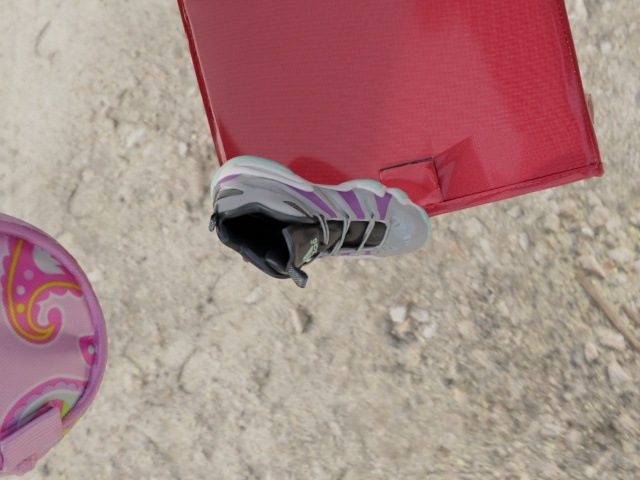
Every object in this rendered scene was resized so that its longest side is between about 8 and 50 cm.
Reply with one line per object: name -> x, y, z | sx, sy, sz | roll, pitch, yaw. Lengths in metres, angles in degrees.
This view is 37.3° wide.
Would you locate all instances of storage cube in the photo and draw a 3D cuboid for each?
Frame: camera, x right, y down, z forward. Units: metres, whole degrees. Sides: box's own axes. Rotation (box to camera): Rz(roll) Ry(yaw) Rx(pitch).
storage cube -> 0.037, -0.108, 0.548 | 0.215, 0.184, 0.193 | -13, 93, 11

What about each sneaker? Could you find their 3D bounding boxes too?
sneaker -> 0.000, 0.000, 0.394 | 0.098, 0.069, 0.038 | 10, 118, -5

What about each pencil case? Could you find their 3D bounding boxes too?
pencil case -> -0.227, 0.060, 0.485 | 0.284, 0.124, 0.124 | -11, 67, 45
